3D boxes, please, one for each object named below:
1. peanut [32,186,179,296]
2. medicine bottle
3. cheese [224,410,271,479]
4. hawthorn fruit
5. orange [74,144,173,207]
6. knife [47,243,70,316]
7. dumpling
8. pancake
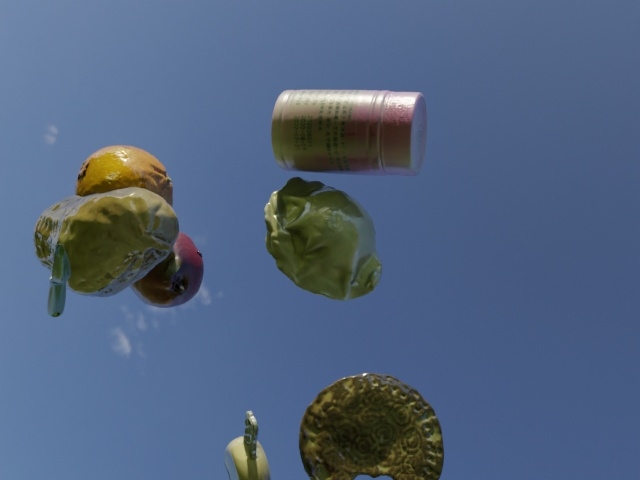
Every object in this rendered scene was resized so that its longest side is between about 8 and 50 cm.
[{"bbox_3d":[-0.329,0.004,0.964,0.291,0.159,0.143,-2,-50,45],"label":"peanut"},{"bbox_3d":[0.055,-0.194,1.196,0.254,0.152,0.152,5,-79,18],"label":"medicine bottle"},{"bbox_3d":[-0.143,0.474,1.381,0.249,0.071,0.163,112,-38,-49],"label":"cheese"},{"bbox_3d":[-0.344,0.073,1.511,0.202,0.185,0.185,31,-64,55],"label":"hawthorn fruit"},{"bbox_3d":[-0.414,-0.095,1.411,0.193,0.219,0.219,-4,-85,25],"label":"orange"},{"bbox_3d":[-0.298,0.052,0.755,0.184,0.022,0.026,-51,-130,55],"label":"knife"},{"bbox_3d":[0.000,0.000,1.186,0.258,0.193,0.147,50,-32,9],"label":"dumpling"},{"bbox_3d":[0.105,0.403,1.314,0.286,0.288,0.033,62,-16,7],"label":"pancake"}]
